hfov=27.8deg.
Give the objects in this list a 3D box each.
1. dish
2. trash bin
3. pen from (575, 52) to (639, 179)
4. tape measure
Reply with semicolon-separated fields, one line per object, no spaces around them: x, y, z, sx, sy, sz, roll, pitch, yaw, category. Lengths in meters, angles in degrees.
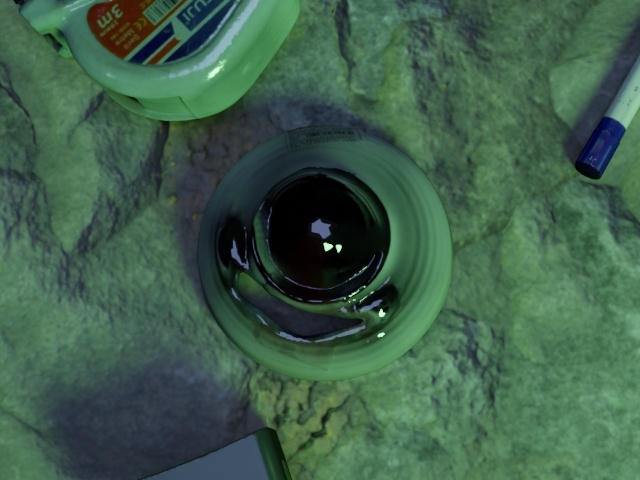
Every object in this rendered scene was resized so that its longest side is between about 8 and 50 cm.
0.000;0.000;1.314;0.273;0.134;0.273;-1;77;5;dish
-0.084;0.317;1.253;0.165;0.115;0.226;-21;78;-1;trash bin
0.351;-0.184;1.387;0.033;0.033;0.269;30;80;10;pen
-0.162;-0.247;1.389;0.243;0.125;0.246;-43;75;0;tape measure
